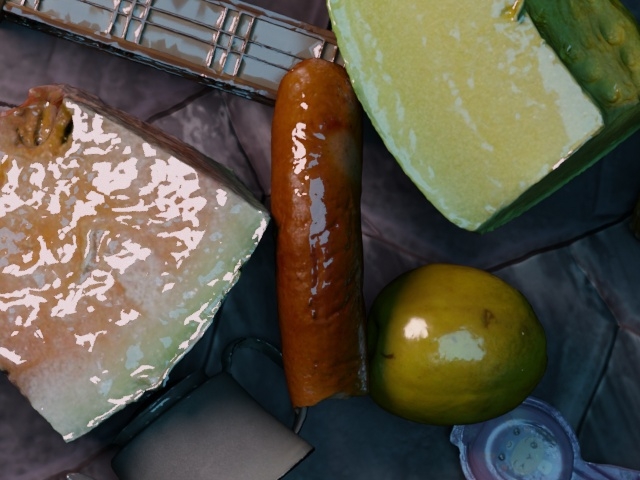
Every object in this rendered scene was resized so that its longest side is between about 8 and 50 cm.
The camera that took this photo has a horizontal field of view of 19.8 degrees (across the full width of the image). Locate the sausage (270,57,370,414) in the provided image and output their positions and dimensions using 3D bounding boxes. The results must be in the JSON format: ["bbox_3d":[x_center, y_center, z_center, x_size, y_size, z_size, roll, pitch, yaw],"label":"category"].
[{"bbox_3d":[-0.001,0.000,1.531,0.076,0.103,0.302,-1,97,7],"label":"sausage"}]

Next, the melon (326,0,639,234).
[{"bbox_3d":[0.145,-0.215,1.565,0.331,0.226,0.343,-31,83,-30],"label":"melon"}]

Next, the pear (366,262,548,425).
[{"bbox_3d":[0.116,0.090,1.603,0.162,0.149,0.149,-2,90,-10],"label":"pear"}]

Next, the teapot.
[{"bbox_3d":[-0.106,0.170,1.575,0.239,0.162,0.149,-37,83,-33],"label":"teapot"}]

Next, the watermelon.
[{"bbox_3d":[-0.201,0.000,1.565,0.302,0.151,0.264,40,86,10],"label":"watermelon"}]

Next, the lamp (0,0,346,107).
[{"bbox_3d":[-0.129,-0.184,1.596,0.325,0.089,0.090,18,87,-8],"label":"lamp"}]

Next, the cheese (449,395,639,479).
[{"bbox_3d":[0.205,0.207,1.670,0.191,0.042,0.105,30,86,-10],"label":"cheese"}]

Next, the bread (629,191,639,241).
[{"bbox_3d":[0.395,-0.058,1.631,0.176,0.195,0.246,22,87,-2],"label":"bread"}]
